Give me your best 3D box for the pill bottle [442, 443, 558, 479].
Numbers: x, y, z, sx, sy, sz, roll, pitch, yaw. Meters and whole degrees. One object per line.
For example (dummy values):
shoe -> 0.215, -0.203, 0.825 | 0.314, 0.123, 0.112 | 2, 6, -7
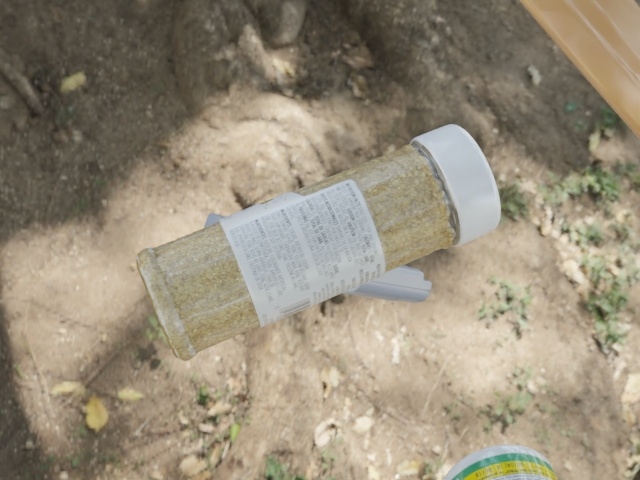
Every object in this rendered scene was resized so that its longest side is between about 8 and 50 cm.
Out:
pill bottle -> 0.186, 0.298, 0.809 | 0.117, 0.117, 0.208 | 5, 36, -14

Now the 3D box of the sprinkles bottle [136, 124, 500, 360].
sprinkles bottle -> 0.000, 0.000, 0.909 | 0.355, 0.121, 0.121 | -23, 54, -8

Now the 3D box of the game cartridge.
game cartridge -> -0.016, 0.024, 1.249 | 0.294, 0.060, 0.196 | 17, -1, 39

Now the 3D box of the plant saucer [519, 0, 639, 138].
plant saucer -> 0.128, -0.123, 0.458 | 0.200, 0.037, 0.200 | 42, 21, -20
